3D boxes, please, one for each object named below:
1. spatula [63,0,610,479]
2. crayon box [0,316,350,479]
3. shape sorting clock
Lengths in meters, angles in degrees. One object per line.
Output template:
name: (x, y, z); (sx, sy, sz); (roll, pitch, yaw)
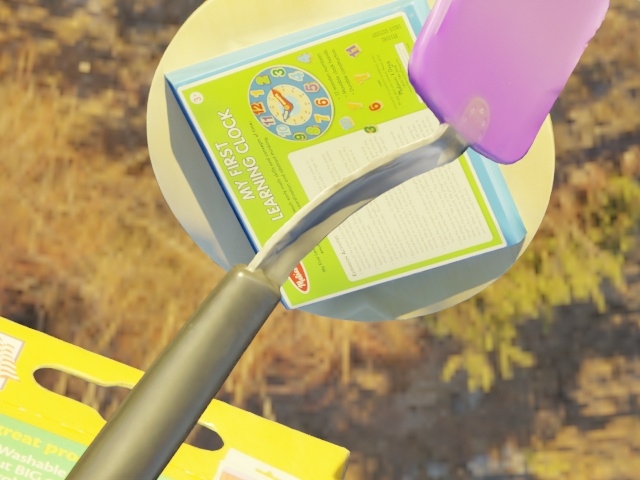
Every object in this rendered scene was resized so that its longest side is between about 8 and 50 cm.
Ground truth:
spatula: (0.000, 0.000, 0.642); (0.296, 0.030, 0.084); (-49, 140, 5)
crayon box: (-0.112, 0.169, 0.720); (0.203, 0.323, 0.083); (21, 122, -4)
shape sorting clock: (0.014, -0.047, 0.955); (0.206, 0.040, 0.206); (4, 123, 6)
